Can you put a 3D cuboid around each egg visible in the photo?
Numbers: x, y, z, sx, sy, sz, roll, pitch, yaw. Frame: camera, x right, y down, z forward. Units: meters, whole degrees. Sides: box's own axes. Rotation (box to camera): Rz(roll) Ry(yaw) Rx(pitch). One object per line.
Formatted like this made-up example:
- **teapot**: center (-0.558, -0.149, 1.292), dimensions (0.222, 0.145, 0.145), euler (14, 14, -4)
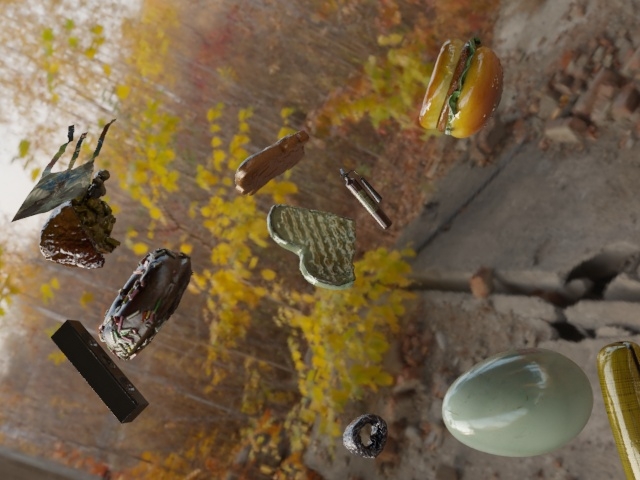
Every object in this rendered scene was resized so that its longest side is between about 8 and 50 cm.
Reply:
- **egg**: center (0.340, 0.281, 1.381), dimensions (0.183, 0.264, 0.182), euler (170, 90, -83)

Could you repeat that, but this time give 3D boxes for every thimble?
- **thimble**: center (0.108, 0.468, 1.924), dimensions (0.066, 0.095, 0.104), euler (-25, 48, 63)

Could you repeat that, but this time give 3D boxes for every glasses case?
- **glasses case**: center (0.405, 0.243, 1.003), dimensions (0.079, 0.064, 0.234), euler (124, 133, -77)

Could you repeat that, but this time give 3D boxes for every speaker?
- **speaker**: center (-0.361, 0.212, 1.300), dimensions (0.046, 0.191, 0.040), euler (-46, -15, 4)

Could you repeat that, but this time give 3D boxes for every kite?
- **kite**: center (-0.464, -0.135, 1.494), dimensions (0.169, 0.015, 0.310), euler (-28, -10, -49)

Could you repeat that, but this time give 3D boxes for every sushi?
- **sushi**: center (-0.516, -0.040, 1.757), dimensions (0.179, 0.166, 0.296), euler (-27, 15, 5)

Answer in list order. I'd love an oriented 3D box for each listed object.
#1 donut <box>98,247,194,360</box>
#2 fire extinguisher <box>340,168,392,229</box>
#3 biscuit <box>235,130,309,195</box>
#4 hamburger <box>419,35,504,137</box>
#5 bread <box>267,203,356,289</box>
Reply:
- **donut**: center (-0.378, 0.130, 1.718), dimensions (0.269, 0.103, 0.269), euler (-46, 17, 19)
- **fire extinguisher**: center (0.108, -0.101, 1.837), dimensions (0.049, 0.173, 0.035), euler (-33, 10, 49)
- **biscuit**: center (-0.101, -0.147, 1.548), dimensions (0.183, 0.043, 0.280), euler (-45, -9, 21)
- **hamburger**: center (0.342, -0.353, 1.880), dimensions (0.246, 0.170, 0.246), euler (20, -90, -84)
- **bread**: center (0.000, 0.000, 1.623), dimensions (0.172, 0.232, 0.064), euler (-36, -17, -29)
